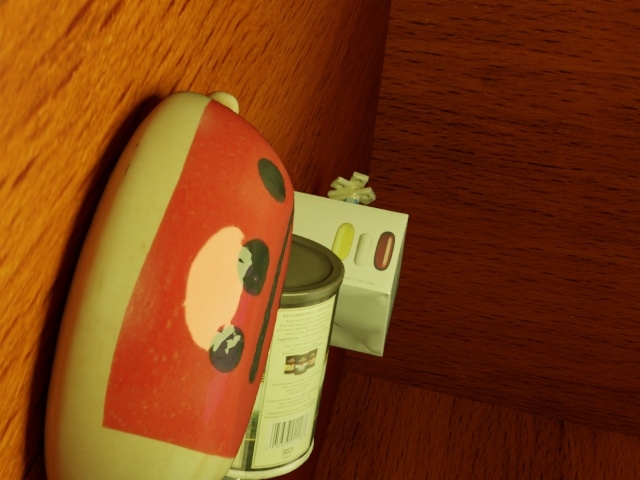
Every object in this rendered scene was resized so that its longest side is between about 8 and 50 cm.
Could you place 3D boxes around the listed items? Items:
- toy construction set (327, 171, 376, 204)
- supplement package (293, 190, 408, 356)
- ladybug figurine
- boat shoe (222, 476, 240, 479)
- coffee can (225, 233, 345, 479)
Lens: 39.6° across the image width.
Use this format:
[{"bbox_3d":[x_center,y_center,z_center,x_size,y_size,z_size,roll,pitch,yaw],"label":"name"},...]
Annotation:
[{"bbox_3d":[0.000,0.000,1.933,0.215,0.151,0.327,89,26,-60],"label":"toy construction set"},{"bbox_3d":[-0.012,0.045,1.374,0.204,0.262,0.145,91,13,-56],"label":"supplement package"},{"bbox_3d":[-0.131,0.065,0.878,0.305,0.162,0.449,61,41,-79],"label":"ladybug figurine"},{"bbox_3d":[-0.124,0.294,1.525,0.105,0.113,0.306,102,6,-66],"label":"boat shoe"},{"bbox_3d":[-0.089,0.147,1.192,0.201,0.201,0.275,-62,163,-66],"label":"coffee can"}]
